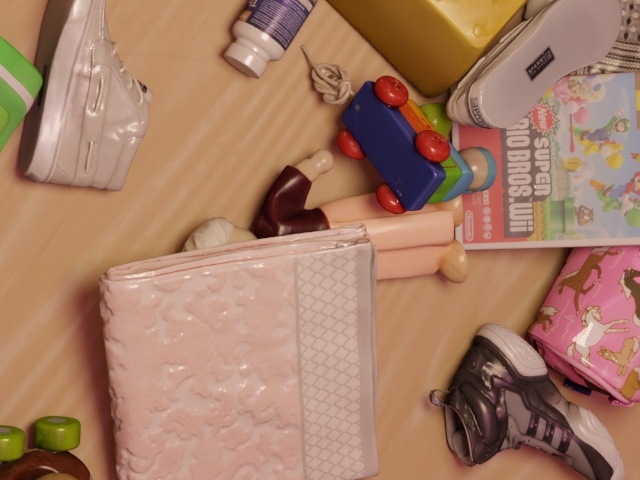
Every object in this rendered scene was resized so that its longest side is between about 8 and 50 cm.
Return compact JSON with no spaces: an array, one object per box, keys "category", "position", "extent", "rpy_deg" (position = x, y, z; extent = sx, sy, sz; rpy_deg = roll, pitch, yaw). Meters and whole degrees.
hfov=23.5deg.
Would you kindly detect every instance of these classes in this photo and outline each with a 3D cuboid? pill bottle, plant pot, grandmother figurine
[{"category":"pill bottle","position":[-0.058,-0.246,1.746],"extent":[0.067,0.067,0.120],"rpy_deg":[35,82,-20]},{"category":"plant pot","position":[0.146,-0.308,1.734],"extent":[0.212,0.187,0.212],"rpy_deg":[43,84,-11]},{"category":"grandmother figurine","position":[0.000,0.000,1.776],"extent":[0.342,0.104,0.208],"rpy_deg":[-9,89,-22]}]

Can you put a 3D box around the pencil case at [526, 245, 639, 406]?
[{"category":"pencil case","position":[0.415,0.016,1.901],"extent":[0.386,0.160,0.167],"rpy_deg":[-57,139,-8]}]

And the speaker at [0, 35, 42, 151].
[{"category":"speaker","position":[-0.423,-0.089,1.593],"extent":[0.131,0.131,0.296],"rpy_deg":[42,80,-19]}]

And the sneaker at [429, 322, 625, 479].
[{"category":"sneaker","position":[0.248,0.240,1.892],"extent":[0.153,0.101,0.268],"rpy_deg":[-44,102,-11]}]

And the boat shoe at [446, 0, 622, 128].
[{"category":"boat shoe","position":[0.244,-0.216,1.777],"extent":[0.258,0.084,0.095],"rpy_deg":[-35,110,-28]}]

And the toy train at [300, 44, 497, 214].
[{"category":"toy train","position":[0.093,-0.144,1.785],"extent":[0.143,0.248,0.105],"rpy_deg":[-4,140,-45]}]

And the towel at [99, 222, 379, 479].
[{"category":"towel","position":[-0.082,0.159,1.733],"extent":[0.317,0.053,0.332],"rpy_deg":[-10,115,-18]}]

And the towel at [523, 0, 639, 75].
[{"category":"towel","position":[0.385,-0.197,1.834],"extent":[0.312,0.056,0.324],"rpy_deg":[14,88,19]}]

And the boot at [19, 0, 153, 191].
[{"category":"boot","position":[-0.242,-0.182,1.680],"extent":[0.123,0.095,0.258],"rpy_deg":[10,100,-27]}]

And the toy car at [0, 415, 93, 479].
[{"category":"toy car","position":[-0.271,0.286,1.635],"extent":[0.149,0.188,0.155],"rpy_deg":[-5,101,-46]}]

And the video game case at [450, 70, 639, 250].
[{"category":"video game case","position":[0.298,-0.093,1.820],"extent":[0.285,0.025,0.204],"rpy_deg":[-2,90,16]}]
